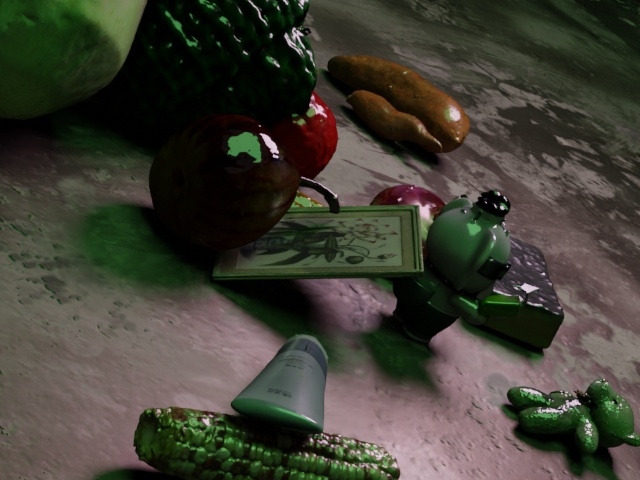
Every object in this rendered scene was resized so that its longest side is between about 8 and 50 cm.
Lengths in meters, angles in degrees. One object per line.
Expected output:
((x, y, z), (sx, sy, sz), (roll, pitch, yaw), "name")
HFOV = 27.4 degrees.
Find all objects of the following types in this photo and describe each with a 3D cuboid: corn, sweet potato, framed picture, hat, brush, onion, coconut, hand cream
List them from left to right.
((-0.334, -0.301, 1.452), (0.281, 0.328, 0.328), (34, 15, -44), "coconut")
((-0.108, -0.199, 1.650), (0.332, 0.274, 0.242), (53, 32, -16), "hat")
((-0.044, 0.191, 1.124), (0.237, 0.079, 0.079), (16, 28, -24), "corn")
((-0.026, 0.131, 1.203), (0.079, 0.048, 0.255), (11, 8, 3), "hand cream")
((0.000, 0.000, 1.478), (0.231, 0.010, 0.173), (-2, 27, 2), "framed picture")
((0.113, -0.177, 2.001), (0.195, 0.056, 0.056), (31, 22, 30), "sweet potato")
((0.129, -0.224, 2.080), (0.097, 0.097, 0.292), (-2, 32, -49), "sweet potato")
((0.135, -0.024, 1.640), (0.150, 0.140, 0.150), (19, 44, -19), "onion")
((0.240, 0.053, 1.699), (0.123, 0.059, 0.197), (22, 26, -12), "brush")

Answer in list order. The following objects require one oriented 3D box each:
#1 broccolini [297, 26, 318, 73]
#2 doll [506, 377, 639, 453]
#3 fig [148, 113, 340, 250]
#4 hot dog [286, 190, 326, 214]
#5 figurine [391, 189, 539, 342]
((-0.047, -0.309, 2.079), (0.123, 0.062, 0.271), (-2, 31, -24), "broccolini")
((0.288, 0.193, 1.482), (0.150, 0.077, 0.115), (7, 21, -19), "doll")
((-0.087, -0.072, 1.444), (0.149, 0.202, 0.148), (129, -62, -78), "fig")
((-0.023, -0.027, 1.591), (0.165, 0.045, 0.071), (30, 23, 2), "hot dog")
((0.158, 0.028, 1.502), (0.126, 0.192, 0.147), (20, 23, -29), "figurine")
